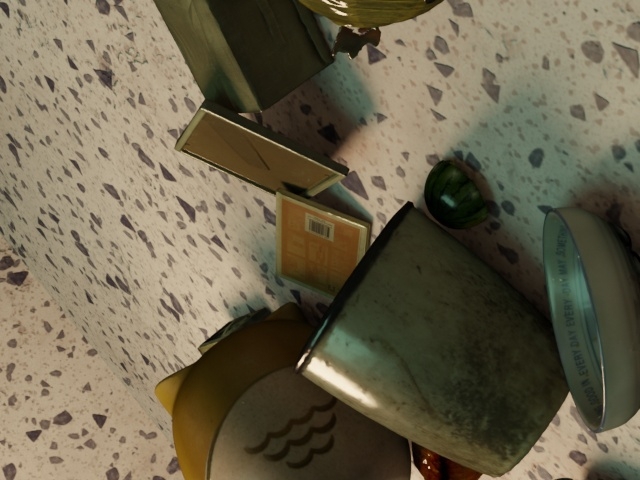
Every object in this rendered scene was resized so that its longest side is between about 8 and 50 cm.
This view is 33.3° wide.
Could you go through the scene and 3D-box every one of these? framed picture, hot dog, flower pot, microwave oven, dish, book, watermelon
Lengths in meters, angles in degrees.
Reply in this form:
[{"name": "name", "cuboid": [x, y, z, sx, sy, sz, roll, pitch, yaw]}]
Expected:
[{"name": "framed picture", "cuboid": [-0.103, -0.130, 1.684, 0.240, 0.020, 0.324, 25, 168, -10]}, {"name": "hot dog", "cuboid": [0.216, 0.352, 1.871, 0.160, 0.099, 0.227, 39, 151, 24]}, {"name": "flower pot", "cuboid": [0.170, 0.153, 1.506, 0.330, 0.293, 0.293, 35, 151, 3]}, {"name": "microwave oven", "cuboid": [-0.158, 0.248, 2.295, 0.163, 0.129, 0.205, 55, 154, -4]}, {"name": "dish", "cuboid": [0.362, 0.083, 1.282, 0.273, 0.133, 0.273, -11, -90, -88]}, {"name": "book", "cuboid": [0.000, 0.018, 1.833, 0.170, 0.018, 0.242, 22, 146, 13]}, {"name": "watermelon", "cuboid": [0.180, -0.055, 1.477, 0.105, 0.062, 0.105, 45, 161, 21]}]

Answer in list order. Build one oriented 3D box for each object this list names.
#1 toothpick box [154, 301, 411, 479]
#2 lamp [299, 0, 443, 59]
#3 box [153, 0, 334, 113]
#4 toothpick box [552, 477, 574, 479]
[{"name": "toothpick box", "cuboid": [-0.068, 0.361, 1.995, 0.425, 0.409, 0.409, 53, 156, 26]}, {"name": "lamp", "cuboid": [0.050, -0.322, 1.133, 0.250, 0.250, 0.284, 30, 126, 36]}, {"name": "box", "cuboid": [-0.115, -0.315, 1.526, 0.155, 0.149, 0.231, 10, 132, 54]}, {"name": "toothpick box", "cuboid": [0.462, 0.511, 1.558, 0.354, 0.263, 0.263, 12, 133, 50]}]
